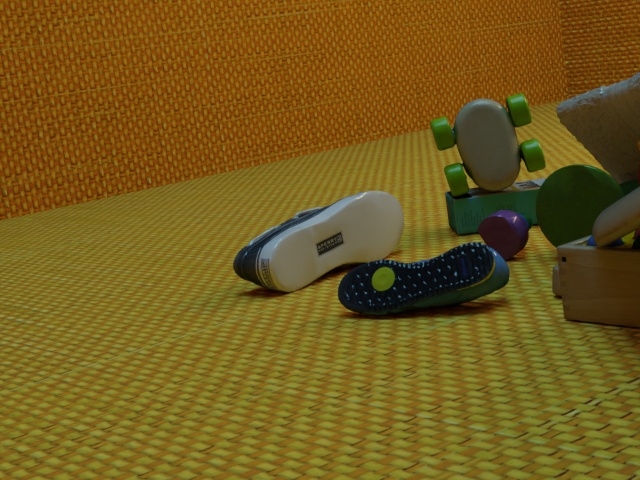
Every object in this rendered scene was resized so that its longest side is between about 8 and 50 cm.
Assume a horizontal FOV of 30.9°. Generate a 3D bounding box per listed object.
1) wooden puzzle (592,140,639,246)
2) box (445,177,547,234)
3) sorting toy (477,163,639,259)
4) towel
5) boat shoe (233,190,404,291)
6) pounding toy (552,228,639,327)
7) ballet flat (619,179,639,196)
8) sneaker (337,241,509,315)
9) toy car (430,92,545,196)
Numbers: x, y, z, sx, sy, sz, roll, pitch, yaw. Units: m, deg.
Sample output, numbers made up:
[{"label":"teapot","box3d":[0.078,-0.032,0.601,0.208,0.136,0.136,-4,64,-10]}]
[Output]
[{"label":"wooden puzzle","box3d":[0.425,-0.114,1.073,0.347,0.081,0.322,-25,-7,-2]},{"label":"box","box3d":[0.332,-0.061,1.885,0.244,0.060,0.100,-8,10,-1]},{"label":"sorting toy","box3d":[0.392,-0.060,1.563,0.365,0.127,0.126,-20,5,37]},{"label":"towel","box3d":[0.474,-0.124,1.598,0.187,0.282,0.049,-19,43,45]},{"label":"boat shoe","box3d":[0.000,0.000,1.695,0.102,0.108,0.301,4,22,44]},{"label":"pounding toy","box3d":[0.339,0.023,1.291,0.181,0.094,0.206,-16,13,-40]},{"label":"ballet flat","box3d":[0.496,-0.032,1.557,0.086,0.086,0.248,-14,12,-31]},{"label":"sneaker","box3d":[0.126,0.057,1.397,0.209,0.069,0.082,-13,-26,22]},{"label":"toy car","box3d":[0.272,-0.150,1.900,0.155,0.149,0.188,-17,-2,6]}]
